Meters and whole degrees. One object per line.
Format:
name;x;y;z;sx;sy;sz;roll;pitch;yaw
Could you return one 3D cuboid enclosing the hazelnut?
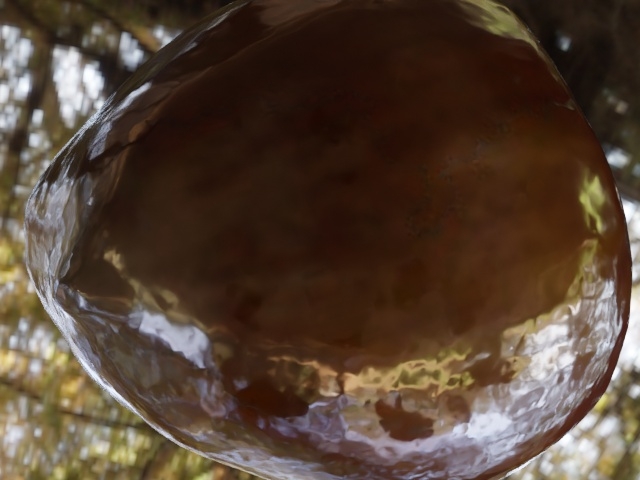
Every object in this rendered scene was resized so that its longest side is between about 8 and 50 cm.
hazelnut;0.007;-0.003;0.957;0.365;0.366;0.366;10;-135;-10
